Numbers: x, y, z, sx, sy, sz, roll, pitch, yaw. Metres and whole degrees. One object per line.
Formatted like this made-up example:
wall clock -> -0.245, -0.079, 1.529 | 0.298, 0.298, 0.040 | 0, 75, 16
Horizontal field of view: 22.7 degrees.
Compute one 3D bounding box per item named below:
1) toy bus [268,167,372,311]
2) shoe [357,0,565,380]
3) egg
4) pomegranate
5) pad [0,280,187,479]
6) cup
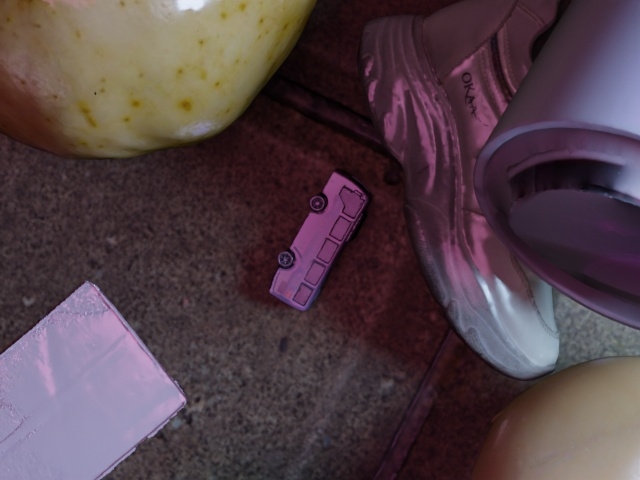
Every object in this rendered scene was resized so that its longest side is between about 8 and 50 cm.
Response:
toy bus -> 0.000, 0.000, 1.452 | 0.052, 0.037, 0.130 | 31, 100, 7
shoe -> 0.174, -0.058, 1.361 | 0.211, 0.132, 0.342 | -20, 86, 15
egg -> 0.242, 0.199, 1.330 | 0.244, 0.201, 0.201 | -37, 85, 2
pomegranate -> -0.181, -0.249, 1.284 | 0.410, 0.410, 0.410 | 1, 94, 12
pad -> -0.255, 0.167, 1.534 | 0.232, 0.004, 0.156 | -41, 85, 12
cup -> 0.298, -0.121, 1.212 | 0.253, 0.253, 0.371 | 27, 63, 9
